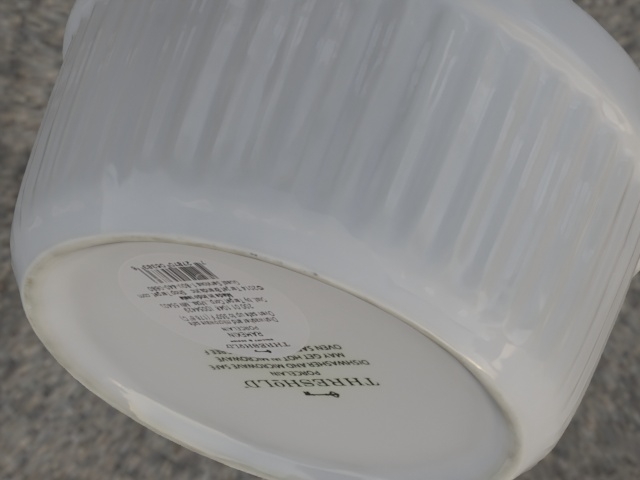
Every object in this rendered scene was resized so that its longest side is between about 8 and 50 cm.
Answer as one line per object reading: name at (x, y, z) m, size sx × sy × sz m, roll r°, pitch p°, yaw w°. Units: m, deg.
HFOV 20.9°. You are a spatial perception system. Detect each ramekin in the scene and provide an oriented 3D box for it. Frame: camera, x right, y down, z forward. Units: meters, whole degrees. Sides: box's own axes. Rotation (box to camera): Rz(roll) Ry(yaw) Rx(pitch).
ramekin at (0.000, 0.000, 0.557) m, size 0.207 × 0.207 × 0.109 m, roll 21°, pitch 62°, yaw 0°
